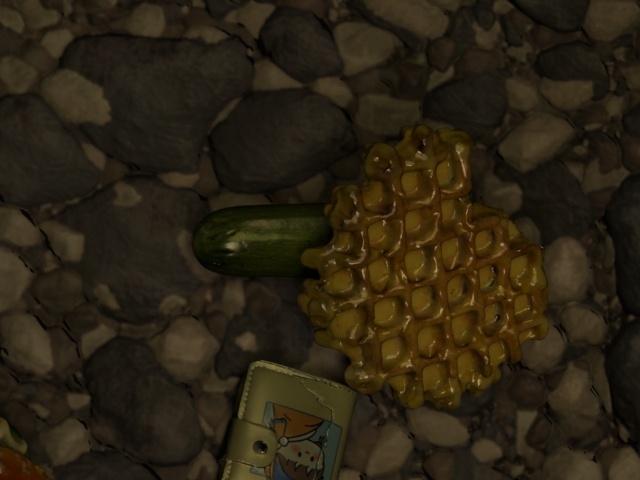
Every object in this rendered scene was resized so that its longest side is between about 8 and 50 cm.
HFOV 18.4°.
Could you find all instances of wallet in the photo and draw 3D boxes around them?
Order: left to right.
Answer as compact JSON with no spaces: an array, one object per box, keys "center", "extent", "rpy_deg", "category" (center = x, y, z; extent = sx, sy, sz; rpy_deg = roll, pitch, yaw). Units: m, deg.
[{"center":[-0.032,0.189,1.713],"extent":[0.110,0.039,0.155],"rpy_deg":[20,68,-16],"category":"wallet"}]

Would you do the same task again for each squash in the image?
[{"center":[0.000,0.000,1.766],"extent":[0.239,0.069,0.069],"rpy_deg":[1,75,-20],"category":"squash"}]

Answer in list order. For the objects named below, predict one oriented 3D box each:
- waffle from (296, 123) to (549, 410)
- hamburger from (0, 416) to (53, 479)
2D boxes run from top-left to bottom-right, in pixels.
[{"center":[0.104,0.028,1.750],"extent":[0.253,0.056,0.249],"rpy_deg":[21,94,-28],"category":"waffle"},{"center":[-0.300,0.244,1.529],"extent":[0.237,0.147,0.237],"rpy_deg":[9,72,-31],"category":"hamburger"}]
